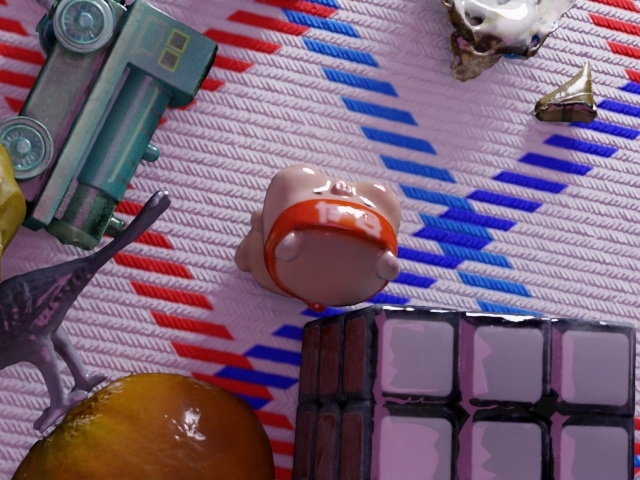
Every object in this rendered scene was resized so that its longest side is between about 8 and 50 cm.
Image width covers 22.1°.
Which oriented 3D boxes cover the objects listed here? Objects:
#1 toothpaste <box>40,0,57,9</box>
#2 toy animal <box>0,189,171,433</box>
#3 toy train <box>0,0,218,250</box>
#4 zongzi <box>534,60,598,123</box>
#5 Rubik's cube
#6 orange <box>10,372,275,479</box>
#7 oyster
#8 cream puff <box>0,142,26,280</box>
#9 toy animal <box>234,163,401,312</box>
[{"bbox_3d":[-0.406,-0.400,1.823,0.371,0.080,0.125,33,77,-15],"label":"toothpaste"},{"bbox_3d":[-0.303,0.095,1.750,0.367,0.081,0.206,-18,98,8],"label":"toy animal"},{"bbox_3d":[-0.252,-0.136,1.810,0.194,0.120,0.298,28,77,-16],"label":"toy train"},{"bbox_3d":[0.298,-0.185,2.007,0.076,0.040,0.083,1,71,-9],"label":"zongzi"},{"bbox_3d":[0.147,0.234,1.780,0.301,0.305,0.304,5,84,-16],"label":"Rubik's cube"},{"bbox_3d":[-0.202,0.299,1.786,0.310,0.274,0.274,-37,95,15],"label":"orange"},{"bbox_3d":[0.219,-0.319,1.977,0.223,0.083,0.214,-20,92,-22],"label":"oyster"},{"bbox_3d":[-0.474,-0.042,1.628,0.323,0.270,0.274,1,80,13],"label":"cream puff"},{"bbox_3d":[0.000,0.000,1.818,0.171,0.197,0.171,1,88,-17],"label":"toy animal"}]
